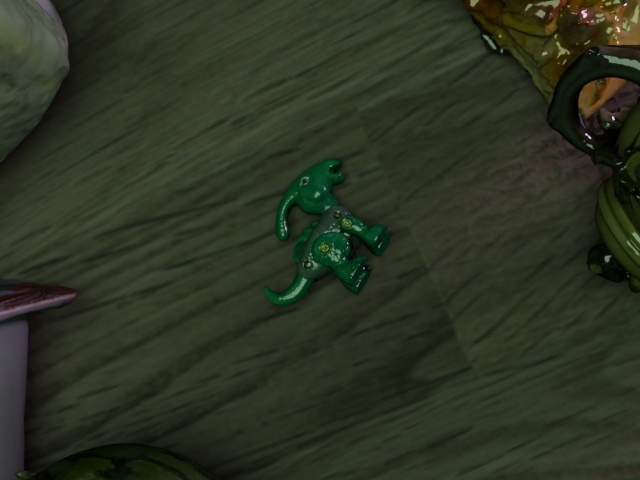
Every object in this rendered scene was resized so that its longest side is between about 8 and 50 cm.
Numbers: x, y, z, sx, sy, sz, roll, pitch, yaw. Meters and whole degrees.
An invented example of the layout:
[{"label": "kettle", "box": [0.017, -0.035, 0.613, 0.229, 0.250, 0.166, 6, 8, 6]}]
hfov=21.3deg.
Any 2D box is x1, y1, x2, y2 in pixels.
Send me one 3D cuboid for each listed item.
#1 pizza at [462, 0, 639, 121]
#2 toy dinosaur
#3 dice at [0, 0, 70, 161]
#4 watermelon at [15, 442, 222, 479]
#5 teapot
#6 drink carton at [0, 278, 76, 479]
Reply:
[{"label": "pizza", "box": [0.177, -0.302, 1.390, 0.277, 0.114, 0.409, 4, 86, 2]}, {"label": "toy dinosaur", "box": [0.000, 0.000, 1.425, 0.096, 0.059, 0.132, 32, 83, 15]}, {"label": "dice", "box": [-0.412, -0.172, 1.340, 0.322, 0.330, 0.318, -37, 80, 5]}, {"label": "watermelon", "box": [-0.156, 0.280, 1.339, 0.242, 0.242, 0.242, 0, 88, 7]}, {"label": "teapot", "box": [0.278, -0.036, 1.341, 0.269, 0.173, 0.182, 41, 118, -10]}, {"label": "drink carton", "box": [-0.318, 0.127, 1.399, 0.191, 0.185, 0.189, 5, 102, 20]}]
